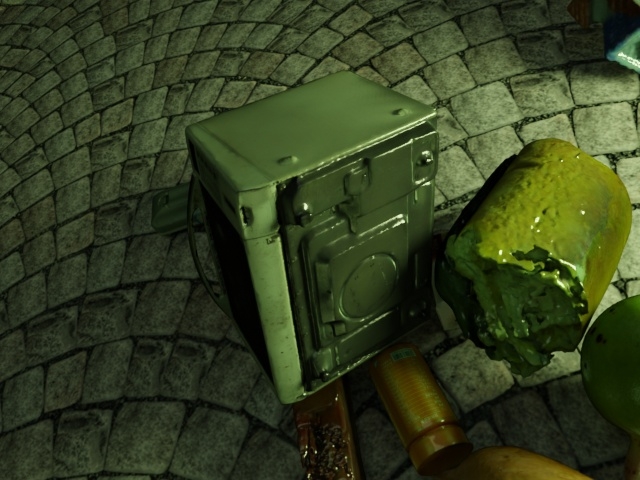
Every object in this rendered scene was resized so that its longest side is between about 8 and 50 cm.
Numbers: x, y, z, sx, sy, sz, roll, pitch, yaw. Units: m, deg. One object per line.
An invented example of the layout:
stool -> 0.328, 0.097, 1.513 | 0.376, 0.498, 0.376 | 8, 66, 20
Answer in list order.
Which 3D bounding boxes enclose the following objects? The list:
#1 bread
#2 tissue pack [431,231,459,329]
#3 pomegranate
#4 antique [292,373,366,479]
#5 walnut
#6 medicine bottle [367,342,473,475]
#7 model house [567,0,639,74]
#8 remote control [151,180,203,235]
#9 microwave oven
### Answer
bread -> 0.346, -0.003, 0.989 | 0.251, 0.208, 0.376 | 37, 51, 11
tissue pack -> 0.245, 0.064, 1.112 | 0.106, 0.099, 0.149 | -16, 50, 11
pomegranate -> 0.456, 0.218, 0.832 | 0.235, 0.236, 0.302 | 12, 81, 30
antique -> 0.007, 0.281, 1.056 | 0.087, 0.093, 0.310 | -18, 50, 11
walnut -> 0.275, 0.368, 0.808 | 0.297, 0.203, 0.203 | 23, 67, 41
medicine bottle -> 0.154, 0.264, 1.003 | 0.096, 0.096, 0.192 | -29, 49, 1
model house -> 0.649, -0.478, 1.217 | 0.329, 0.295, 0.252 | 5, 53, 23
remote control -> -0.245, -0.116, 1.485 | 0.335, 0.066, 0.128 | -18, 47, 10
microwave oven -> 0.000, 0.000, 0.950 | 0.332, 0.395, 0.247 | -26, 41, -23
